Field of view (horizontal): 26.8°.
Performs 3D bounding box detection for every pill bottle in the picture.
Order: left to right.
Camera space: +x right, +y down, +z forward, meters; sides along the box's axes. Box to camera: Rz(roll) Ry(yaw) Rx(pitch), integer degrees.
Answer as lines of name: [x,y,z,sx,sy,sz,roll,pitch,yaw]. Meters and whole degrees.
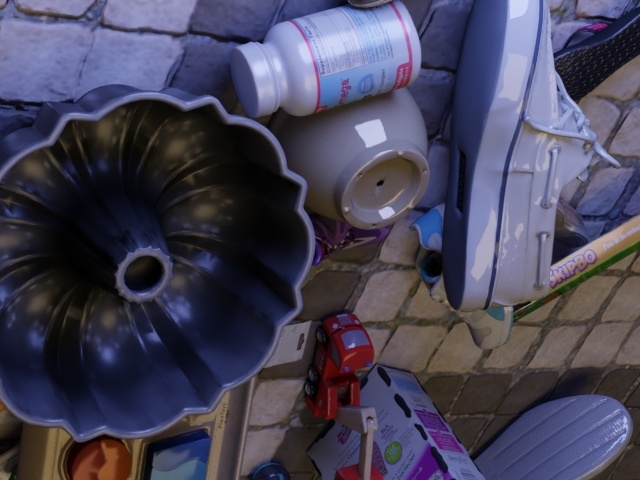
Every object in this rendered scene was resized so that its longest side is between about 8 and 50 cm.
pill bottle: [0.004,-0.163,1.220,0.160,0.087,0.087,-18,136,-18]

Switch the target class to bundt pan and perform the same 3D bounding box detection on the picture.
bundt pan: [-0.177,0.008,1.198,0.330,0.124,0.331,-12,117,-24]

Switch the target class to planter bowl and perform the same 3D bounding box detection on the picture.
planter bowl: [0.041,-0.080,1.308,0.162,0.109,0.162,-19,137,-19]

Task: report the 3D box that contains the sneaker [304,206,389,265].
sneaker: [0.000,0.000,1.385,0.169,0.071,0.068,-7,132,-30]

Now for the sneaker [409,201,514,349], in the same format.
sneaker: [0.160,0.042,1.529,0.092,0.087,0.229,-22,131,-5]

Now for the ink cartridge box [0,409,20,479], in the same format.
ink cartridge box: [-0.295,0.274,1.453,0.296,0.066,0.261,-30,113,-7]

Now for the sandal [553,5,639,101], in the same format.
sandal: [0.289,-0.200,1.409,0.179,0.040,0.067,-30,135,-4]

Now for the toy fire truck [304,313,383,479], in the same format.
toy fire truck: [0.033,0.194,1.540,0.047,0.135,0.192,-10,134,-26]

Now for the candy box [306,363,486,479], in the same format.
candy box: [0.097,0.285,1.594,0.071,0.233,0.159,17,119,-43]

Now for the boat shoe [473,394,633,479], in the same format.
boat shoe: [0.288,0.325,1.868,0.335,0.121,0.119,-33,148,14]

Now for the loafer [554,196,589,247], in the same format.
loafer: [0.273,-0.032,1.568,0.045,0.039,0.125,-17,146,32]

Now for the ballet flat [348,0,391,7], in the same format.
ballet flat: [0.110,-0.276,1.203,0.206,0.073,0.067,-41,153,12]

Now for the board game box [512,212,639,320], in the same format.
board game box: [0.327,0.023,1.612,0.259,0.039,0.124,-32,169,-7]

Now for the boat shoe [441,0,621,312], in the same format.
boat shoe: [0.219,-0.092,1.340,0.156,0.136,0.367,-2,117,-10]

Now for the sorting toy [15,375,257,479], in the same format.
sorting toy: [-0.170,0.131,1.330,0.229,0.041,0.307,5,102,-23]

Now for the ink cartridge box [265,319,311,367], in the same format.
ink cartridge box: [-0.071,0.111,1.475,0.115,0.029,0.063,-9,132,-28]

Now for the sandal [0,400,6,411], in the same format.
sandal: [-0.348,0.173,1.311,0.265,0.076,0.102,-30,138,-7]

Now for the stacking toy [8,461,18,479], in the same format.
stacking toy: [-0.203,0.216,1.400,0.167,0.052,0.221,33,96,-24]

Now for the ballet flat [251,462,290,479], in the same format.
ballet flat: [-0.079,0.369,1.682,0.074,0.074,0.203,-2,130,-32]
